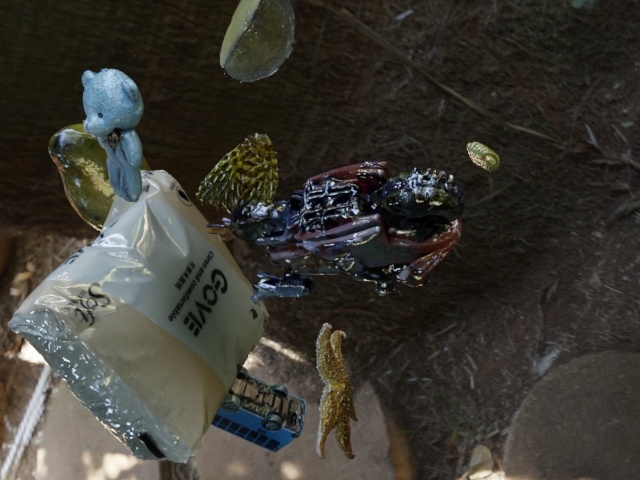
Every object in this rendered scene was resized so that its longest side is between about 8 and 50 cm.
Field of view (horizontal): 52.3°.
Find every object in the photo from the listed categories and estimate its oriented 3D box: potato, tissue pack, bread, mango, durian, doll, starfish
[{"bbox_3d":[-0.129,-0.473,1.472,0.243,0.138,0.098,-55,41,24],"label":"potato"},{"bbox_3d":[-0.265,0.121,1.065,0.195,0.390,0.375,-17,31,34],"label":"tissue pack"},{"bbox_3d":[0.297,-0.155,1.187,0.034,0.049,0.088,-37,21,4],"label":"bread"},{"bbox_3d":[-0.461,-0.136,1.415,0.176,0.329,0.176,24,55,25],"label":"mango"},{"bbox_3d":[-0.166,-0.123,1.294,0.252,0.145,0.139,123,155,-55],"label":"durian"},{"bbox_3d":[-0.282,-0.139,0.874,0.120,0.075,0.179,19,112,36],"label":"doll"},{"bbox_3d":[0.026,0.243,1.023,0.043,0.227,0.240,-10,30,21],"label":"starfish"}]

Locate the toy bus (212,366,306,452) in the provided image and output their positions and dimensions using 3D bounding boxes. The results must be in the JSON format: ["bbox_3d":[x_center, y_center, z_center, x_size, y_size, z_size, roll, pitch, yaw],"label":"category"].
[{"bbox_3d":[-0.128,0.312,1.208,0.106,0.185,0.090,-52,16,33],"label":"toy bus"}]

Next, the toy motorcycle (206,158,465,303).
[{"bbox_3d":[0.000,0.000,0.796,0.401,0.207,0.134,-8,61,29],"label":"toy motorcycle"}]
